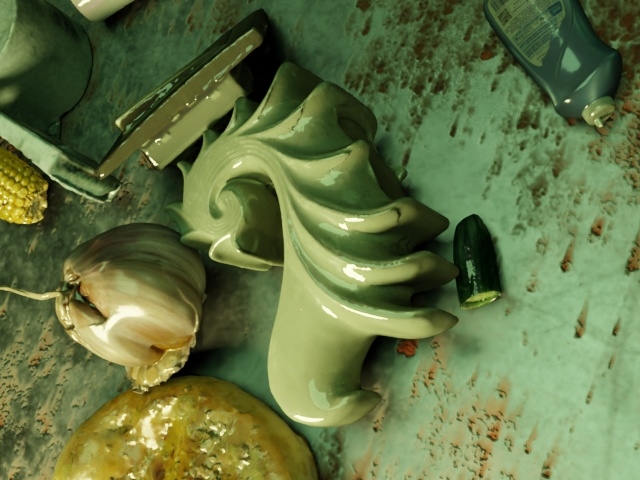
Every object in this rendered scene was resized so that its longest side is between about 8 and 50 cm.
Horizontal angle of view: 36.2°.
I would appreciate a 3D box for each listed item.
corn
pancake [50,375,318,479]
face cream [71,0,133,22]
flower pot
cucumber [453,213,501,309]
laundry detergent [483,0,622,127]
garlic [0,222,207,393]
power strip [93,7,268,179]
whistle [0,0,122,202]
[{"bbox_3d":[-0.499,-0.118,1.320,0.293,0.106,0.106,33,92,-2],"label":"corn"},{"bbox_3d":[-0.176,0.339,1.120,0.387,0.082,0.387,-9,68,24],"label":"pancake"},{"bbox_3d":[-0.206,-0.412,1.332,0.311,0.092,0.092,-27,67,15],"label":"face cream"},{"bbox_3d":[0.000,0.000,1.086,0.254,0.164,0.367,-41,63,15],"label":"flower pot"},{"bbox_3d":[0.167,0.020,1.068,0.048,0.048,0.105,-13,71,21],"label":"cucumber"},{"bbox_3d":[0.264,-0.210,1.078,0.096,0.061,0.206,-32,66,12],"label":"laundry detergent"},{"bbox_3d":[-0.254,0.089,1.159,0.256,0.207,0.207,-13,70,4],"label":"garlic"},{"bbox_3d":[-0.150,-0.171,1.197,0.257,0.251,0.092,-38,100,11],"label":"power strip"},{"bbox_3d":[-0.418,-0.201,1.327,0.188,0.168,0.405,-28,66,15],"label":"whistle"}]
